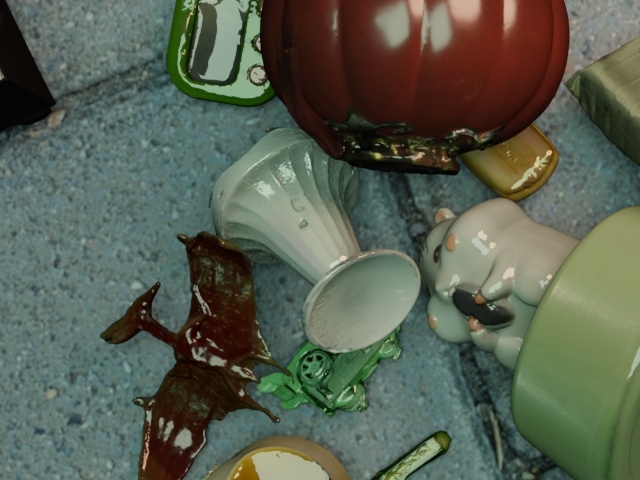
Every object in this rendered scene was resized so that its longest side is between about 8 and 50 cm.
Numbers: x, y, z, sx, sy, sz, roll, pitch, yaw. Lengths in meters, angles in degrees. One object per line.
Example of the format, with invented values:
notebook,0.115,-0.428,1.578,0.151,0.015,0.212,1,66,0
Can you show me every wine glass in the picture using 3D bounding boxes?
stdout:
wine glass,0.000,0.000,1.786,0.165,0.165,0.196,-41,48,2

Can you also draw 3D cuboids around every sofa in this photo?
sofa,0.385,-0.162,1.744,0.210,0.176,0.225,-29,53,-14

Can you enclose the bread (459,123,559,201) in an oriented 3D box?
bread,0.192,-0.090,1.862,0.082,0.056,0.115,-45,63,-5

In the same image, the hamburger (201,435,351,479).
hamburger,-0.037,0.306,1.843,0.173,0.116,0.210,-19,82,-5

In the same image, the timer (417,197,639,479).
timer,0.232,0.068,1.778,0.315,0.291,0.290,27,90,28

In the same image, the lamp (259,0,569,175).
lamp,0.090,-0.195,1.747,0.303,0.303,0.257,5,89,5

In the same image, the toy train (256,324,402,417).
toy train,0.015,0.119,1.858,0.081,0.099,0.149,32,84,38

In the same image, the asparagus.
asparagus,0.090,0.235,1.876,0.108,0.021,0.025,-35,86,2

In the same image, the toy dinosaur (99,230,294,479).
toy dinosaur,-0.126,0.119,1.791,0.206,0.113,0.327,48,127,1

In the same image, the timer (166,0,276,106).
timer,-0.094,-0.213,1.898,0.128,0.047,0.140,10,88,3

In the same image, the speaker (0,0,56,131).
speaker,-0.419,-0.177,1.818,0.232,0.254,0.184,-26,87,3
